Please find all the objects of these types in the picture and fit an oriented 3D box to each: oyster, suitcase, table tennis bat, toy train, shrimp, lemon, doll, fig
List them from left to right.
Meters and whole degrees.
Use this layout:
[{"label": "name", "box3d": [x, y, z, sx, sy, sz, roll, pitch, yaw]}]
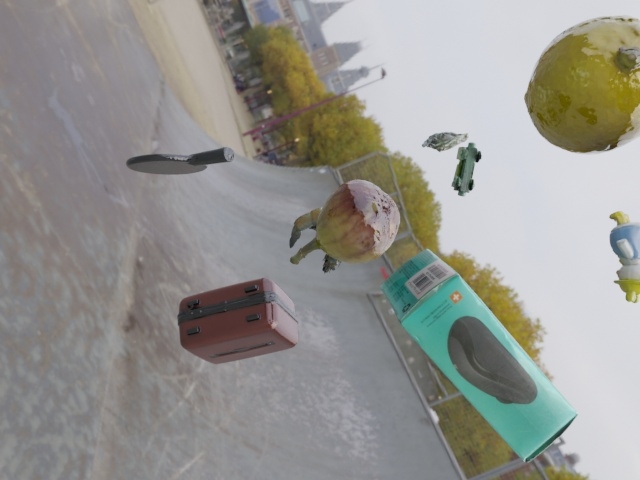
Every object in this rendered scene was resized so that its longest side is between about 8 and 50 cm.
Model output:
[{"label": "table tennis bat", "box3d": [-0.264, -0.149, 1.082, 0.150, 0.236, 0.027, 3, 83, -59]}, {"label": "suitcase", "box3d": [-0.225, 0.229, 1.572, 0.236, 0.297, 0.161, 54, 24, -59]}, {"label": "shrimp", "box3d": [0.000, 0.000, 1.377, 0.051, 0.150, 0.217, -93, -170, -48]}, {"label": "fig", "box3d": [0.045, -0.001, 1.060, 0.143, 0.231, 0.160, 44, 19, 18]}, {"label": "oyster", "box3d": [0.329, -0.264, 1.509, 0.100, 0.098, 0.037, 28, -33, 55]}, {"label": "toy train", "box3d": [0.326, -0.161, 1.281, 0.081, 0.050, 0.122, -96, -163, -82]}, {"label": "lemon", "box3d": [0.524, -0.289, 1.078, 0.284, 0.260, 0.261, -17, 85, -63]}, {"label": "doll", "box3d": [0.814, 0.043, 1.484, 0.135, 0.098, 0.241, 41, 50, -73]}]

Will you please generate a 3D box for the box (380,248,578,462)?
[{"label": "box", "box3d": [0.247, 0.174, 0.922, 0.311, 0.118, 0.205, 49, 7, -8]}]
